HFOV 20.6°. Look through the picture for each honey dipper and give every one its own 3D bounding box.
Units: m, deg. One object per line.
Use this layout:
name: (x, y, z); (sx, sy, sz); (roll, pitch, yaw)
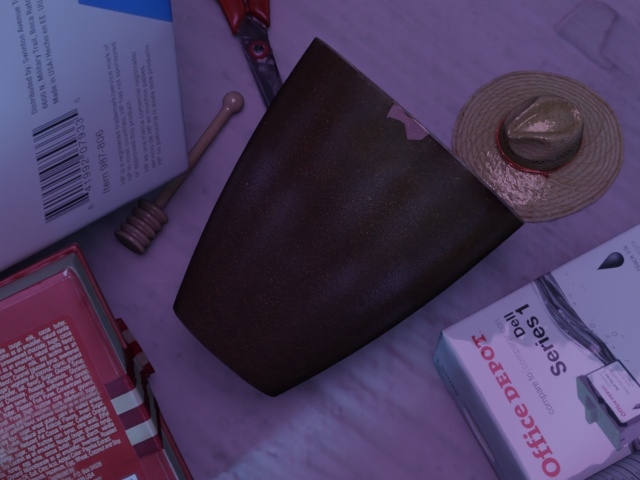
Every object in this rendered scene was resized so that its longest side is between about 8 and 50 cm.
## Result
honey dipper: (-0.111, -0.059, 1.450); (0.030, 0.030, 0.160); (33, 74, 10)

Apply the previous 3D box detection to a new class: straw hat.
straw hat: (0.181, -0.089, 1.440); (0.144, 0.061, 0.144); (0, 74, 0)

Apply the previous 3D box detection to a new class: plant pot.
plant pot: (0.000, 0.000, 1.357); (0.215, 0.215, 0.230); (43, 93, 12)

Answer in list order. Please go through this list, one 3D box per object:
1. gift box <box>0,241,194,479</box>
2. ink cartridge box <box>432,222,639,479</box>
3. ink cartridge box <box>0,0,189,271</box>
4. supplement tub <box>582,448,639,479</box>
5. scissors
gift box: (-0.229, 0.173, 1.270); (0.255, 0.258, 0.276); (-21, 96, -6)
ink cartridge box: (0.219, 0.097, 1.368); (0.219, 0.092, 0.160); (-28, 75, -8)
ink cartridge box: (-0.304, -0.113, 1.252); (0.395, 0.285, 0.166); (-30, 44, -33)
supplement tub: (0.250, 0.271, 1.239); (0.331, 0.241, 0.241); (-28, 75, -8)
scissors: (-0.066, -0.174, 1.491); (0.109, 0.021, 0.297); (-3, 74, -3)
